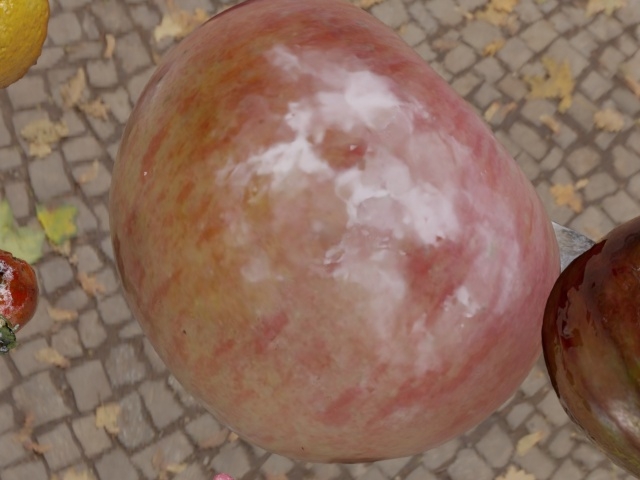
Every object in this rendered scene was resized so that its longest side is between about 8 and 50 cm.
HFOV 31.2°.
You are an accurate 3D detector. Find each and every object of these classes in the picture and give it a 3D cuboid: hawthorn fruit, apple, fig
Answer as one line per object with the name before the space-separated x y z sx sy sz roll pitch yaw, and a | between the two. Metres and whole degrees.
hawthorn fruit | -0.281 0.049 0.960 0.093 0.093 0.093 3 71 -9
apple | 0.000 0.000 0.821 0.269 0.345 0.345 -43 83 1
fig | 0.185 0.057 0.509 0.148 0.149 0.202 -38 39 11

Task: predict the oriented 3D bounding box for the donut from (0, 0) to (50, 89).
donut | -0.393 -0.250 1.133 0.253 0.253 0.118 33 31 2

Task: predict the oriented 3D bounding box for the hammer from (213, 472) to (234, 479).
hammer | -0.042 0.163 0.614 0.052 0.031 0.083 18 42 -48

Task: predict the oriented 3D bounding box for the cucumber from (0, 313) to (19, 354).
cucumber | -0.253 0.068 0.621 0.181 0.053 0.053 -19 74 10

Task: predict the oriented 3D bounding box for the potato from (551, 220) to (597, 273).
potato | 0.261 0.048 1.269 0.261 0.100 0.120 30 73 33
